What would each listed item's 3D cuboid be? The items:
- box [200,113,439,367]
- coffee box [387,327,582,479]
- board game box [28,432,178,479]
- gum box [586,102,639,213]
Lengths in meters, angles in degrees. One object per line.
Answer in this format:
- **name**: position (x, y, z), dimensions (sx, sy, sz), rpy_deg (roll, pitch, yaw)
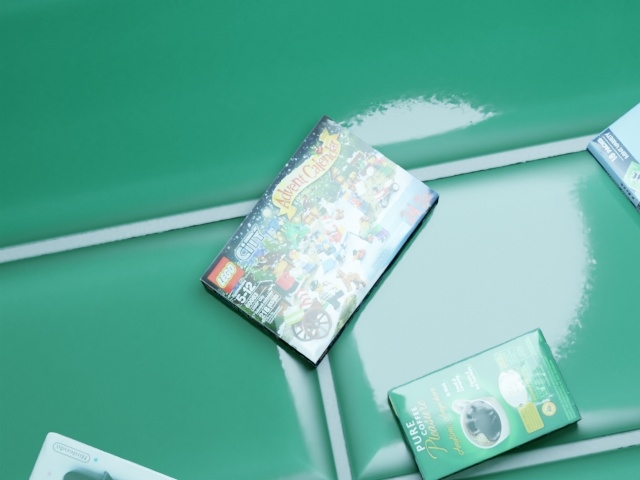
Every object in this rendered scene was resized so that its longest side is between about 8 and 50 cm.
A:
- **box**: position (0.000, 0.000, 1.945), dimensions (0.159, 0.044, 0.233), rpy_deg (35, 82, 7)
- **coffee box**: position (0.175, 0.180, 1.909), dimensions (0.184, 0.040, 0.113), rpy_deg (-24, 79, -3)
- **board game box**: position (-0.201, 0.360, 1.639), dimensions (0.224, 0.097, 0.303), rpy_deg (20, 81, 5)
- **gum box**: position (0.416, -0.102, 1.956), dimensions (0.184, 0.041, 0.157), rpy_deg (-37, 81, -5)
